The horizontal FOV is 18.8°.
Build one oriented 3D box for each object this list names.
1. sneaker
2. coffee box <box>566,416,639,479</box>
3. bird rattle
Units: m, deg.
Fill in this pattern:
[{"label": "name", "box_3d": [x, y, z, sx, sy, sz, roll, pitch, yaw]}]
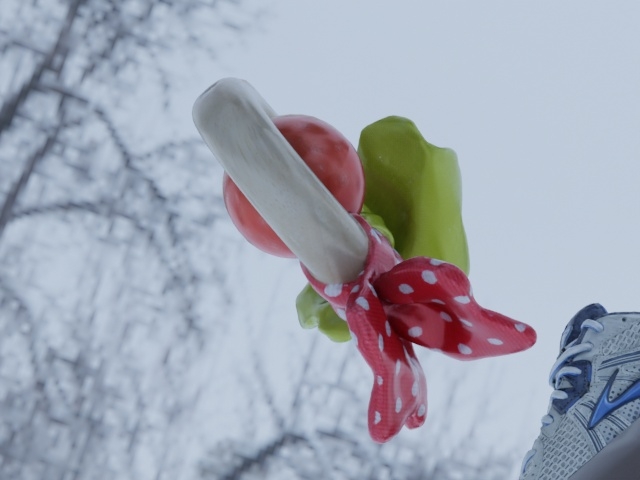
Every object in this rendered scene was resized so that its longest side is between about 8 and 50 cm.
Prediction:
[{"label": "sneaker", "box_3d": [0.084, 0.052, 0.562, 0.058, 0.135, 0.052, 50, -20, 20]}, {"label": "coffee box", "box_3d": [0.220, 0.124, 0.468, 0.297, 0.168, 0.119, 38, 22, -22]}, {"label": "bird rattle", "box_3d": [0.000, 0.000, 1.074, 0.207, 0.143, 0.253, 46, 14, -12]}]
